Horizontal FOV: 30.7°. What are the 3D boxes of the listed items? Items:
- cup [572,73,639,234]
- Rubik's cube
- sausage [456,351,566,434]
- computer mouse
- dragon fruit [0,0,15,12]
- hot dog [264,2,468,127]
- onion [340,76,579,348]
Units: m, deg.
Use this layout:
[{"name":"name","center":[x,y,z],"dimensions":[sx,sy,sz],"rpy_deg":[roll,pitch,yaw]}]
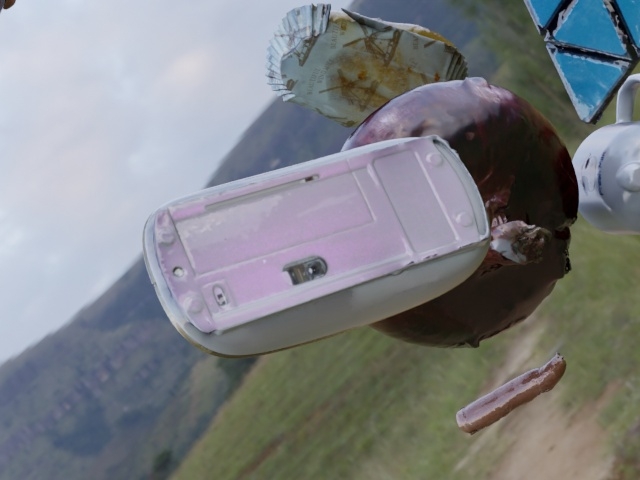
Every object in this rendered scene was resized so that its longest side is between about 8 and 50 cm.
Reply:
[{"name":"cup","center":[0.382,-0.090,1.331],"dimensions":[0.173,0.134,0.142],"rpy_deg":[-62,8,-3]},{"name":"Rubik's cube","center":[0.187,-0.238,0.825],"dimensions":[0.211,0.178,0.190],"rpy_deg":[-59,0,45]},{"name":"sausage","center":[0.232,0.187,1.415],"dimensions":[0.158,0.042,0.036],"rpy_deg":[-36,-43,20]},{"name":"computer mouse","center":[0.000,0.000,0.795],"dimensions":[0.245,0.126,0.056],"rpy_deg":[-18,-20,-23]},{"name":"dragon fruit","center":[-0.442,-0.289,1.217],"dimensions":[0.250,0.250,0.315],"rpy_deg":[126,163,-49]},{"name":"hot dog","center":[0.061,-0.223,1.529],"dimensions":[0.082,0.270,0.163],"rpy_deg":[-103,33,-52]},{"name":"onion","center":[0.148,-0.019,1.282],"dimensions":[0.314,0.314,0.232],"rpy_deg":[-45,26,1]}]
